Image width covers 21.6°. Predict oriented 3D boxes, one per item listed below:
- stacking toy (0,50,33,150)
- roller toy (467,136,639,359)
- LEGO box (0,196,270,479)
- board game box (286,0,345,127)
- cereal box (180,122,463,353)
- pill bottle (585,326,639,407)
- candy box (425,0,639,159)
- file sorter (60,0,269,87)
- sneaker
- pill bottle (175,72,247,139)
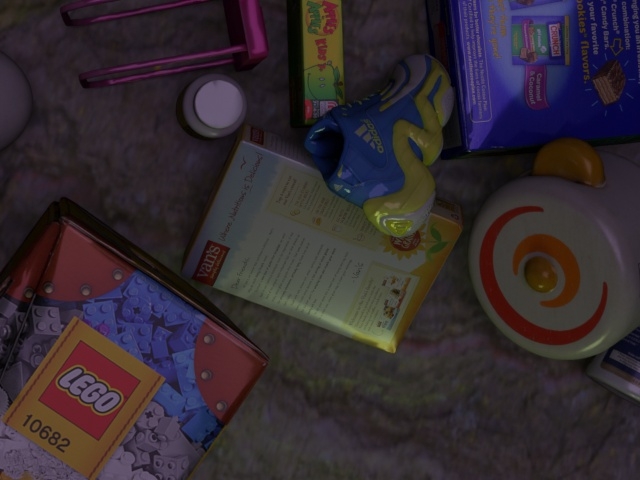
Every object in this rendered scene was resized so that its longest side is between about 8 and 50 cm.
[{"bbox_3d":[-0.478,-0.117,1.507,0.480,0.351,0.350,-6,93,-43],"label":"stacking toy"},{"bbox_3d":[0.251,0.014,1.665,0.191,0.209,0.146,51,41,11],"label":"roller toy"},{"bbox_3d":[-0.251,0.169,1.424,0.193,0.500,0.372,36,88,-9],"label":"LEGO box"},{"bbox_3d":[-0.006,-0.206,1.684,0.043,0.092,0.181,-2,92,-9],"label":"board game box"},{"bbox_3d":[0.000,0.000,1.676,0.240,0.047,0.173,22,120,-10],"label":"cereal box"},{"bbox_3d":[0.358,0.089,1.756,0.094,0.094,0.169,30,87,-9],"label":"pill bottle"},{"bbox_3d":[0.274,-0.230,1.719,0.317,0.122,0.268,-6,91,-9],"label":"candy box"},{"bbox_3d":[-0.170,-0.298,1.601,0.182,0.202,0.290,-10,93,-6],"label":"file sorter"},{"bbox_3d":[0.055,-0.116,1.610,0.126,0.240,0.091,26,130,-19],"label":"sneaker"},{"bbox_3d":[-0.107,-0.132,1.656,0.065,0.116,0.065,0,91,-10],"label":"pill bottle"}]
